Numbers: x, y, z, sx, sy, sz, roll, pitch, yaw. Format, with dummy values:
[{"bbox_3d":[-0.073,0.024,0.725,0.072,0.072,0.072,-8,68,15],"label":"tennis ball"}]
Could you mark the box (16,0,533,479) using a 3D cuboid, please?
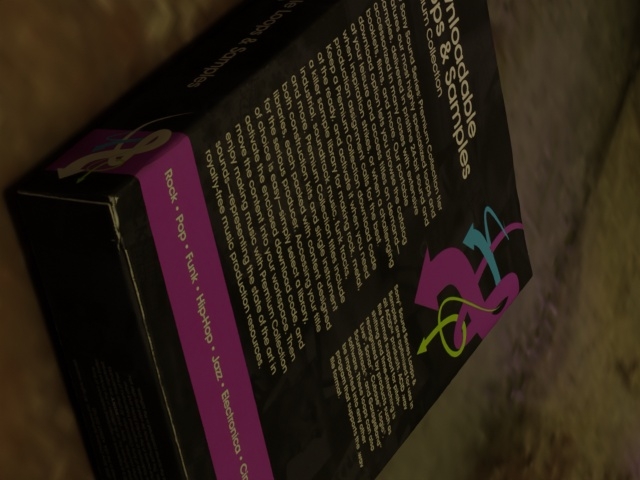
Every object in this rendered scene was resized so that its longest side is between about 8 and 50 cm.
[{"bbox_3d":[0.000,0.000,0.426,0.162,0.029,0.116,-44,132,-45],"label":"box"}]
